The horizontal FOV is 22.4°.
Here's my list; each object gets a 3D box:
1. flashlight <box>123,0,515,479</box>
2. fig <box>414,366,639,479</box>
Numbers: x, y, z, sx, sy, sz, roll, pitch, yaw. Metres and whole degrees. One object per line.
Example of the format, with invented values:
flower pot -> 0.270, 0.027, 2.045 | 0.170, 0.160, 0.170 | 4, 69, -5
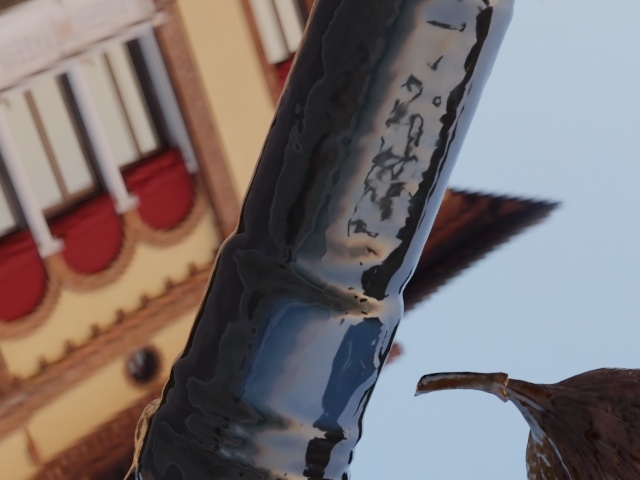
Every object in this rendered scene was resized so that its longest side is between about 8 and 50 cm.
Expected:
flashlight -> 0.000, 0.000, 0.669 | 0.103, 0.424, 0.103 | 19, -172, -3
fig -> 0.162, 0.117, 0.981 | 0.134, 0.201, 0.146 | -36, -164, 42
